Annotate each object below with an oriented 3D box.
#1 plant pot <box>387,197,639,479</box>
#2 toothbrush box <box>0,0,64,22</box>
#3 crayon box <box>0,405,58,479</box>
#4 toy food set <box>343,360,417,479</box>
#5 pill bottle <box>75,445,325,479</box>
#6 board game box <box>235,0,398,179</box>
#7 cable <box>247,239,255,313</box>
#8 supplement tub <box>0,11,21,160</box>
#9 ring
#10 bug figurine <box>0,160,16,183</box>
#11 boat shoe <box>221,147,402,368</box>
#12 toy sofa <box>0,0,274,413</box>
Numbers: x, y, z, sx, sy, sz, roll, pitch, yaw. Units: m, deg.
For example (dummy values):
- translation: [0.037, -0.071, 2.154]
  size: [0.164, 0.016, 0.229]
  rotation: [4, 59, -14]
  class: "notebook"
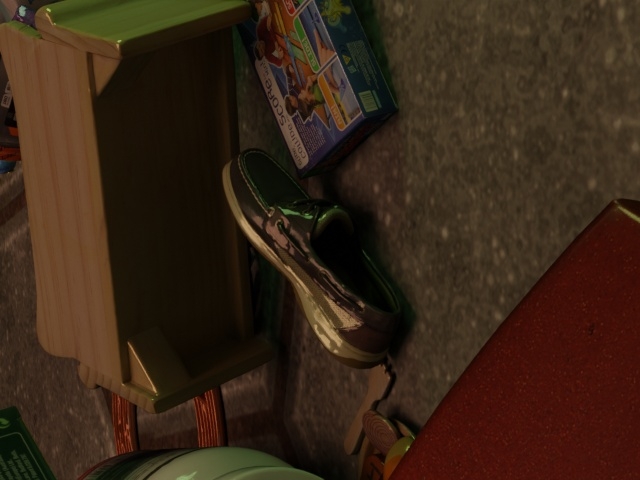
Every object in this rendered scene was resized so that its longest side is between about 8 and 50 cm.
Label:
- translation: [0.207, 0.128, 0.731]
  size: [0.267, 0.267, 0.235]
  rotation: [41, 117, 55]
  class: "plant pot"
- translation: [-0.232, -0.212, 1.544]
  size: [0.216, 0.126, 0.295]
  rotation: [52, 169, 42]
  class: "toothbrush box"
- translation: [-0.268, 0.338, 1.424]
  size: [0.203, 0.083, 0.323]
  rotation: [48, 145, 43]
  class: "crayon box"
- translation: [0.054, 0.201, 1.270]
  size: [0.192, 0.039, 0.132]
  rotation: [62, 145, 39]
  class: "toy food set"
- translation: [-0.106, 0.288, 1.406]
  size: [0.363, 0.210, 0.210]
  rotation: [162, 103, -65]
  class: "pill bottle"
- translation: [-0.016, -0.168, 1.323]
  size: [0.136, 0.035, 0.201]
  rotation: [-38, 71, 59]
  class: "board game box"
- translation: [-0.106, 0.036, 1.579]
  size: [0.184, 0.047, 0.150]
  rotation: [-31, 71, 56]
  class: "cable"
- translation: [-0.340, -0.244, 1.839]
  size: [0.316, 0.194, 0.193]
  rotation: [-59, 43, 50]
  class: "supplement tub"
- translation: [-0.182, 0.213, 1.763]
  size: [0.336, 0.032, 0.336]
  rotation: [176, 90, -65]
  class: "ring"
- translation: [-0.458, -0.198, 2.225]
  size: [0.279, 0.072, 0.216]
  rotation: [-152, 68, -65]
  class: "bug figurine"
- translation: [0.000, 0.001, 1.308]
  size: [0.073, 0.080, 0.223]
  rotation: [-53, 59, 35]
  class: "boat shoe"
- translation: [-0.160, -0.046, 1.417]
  size: [0.177, 0.150, 0.362]
  rotation: [20, 122, 42]
  class: "toy sofa"
